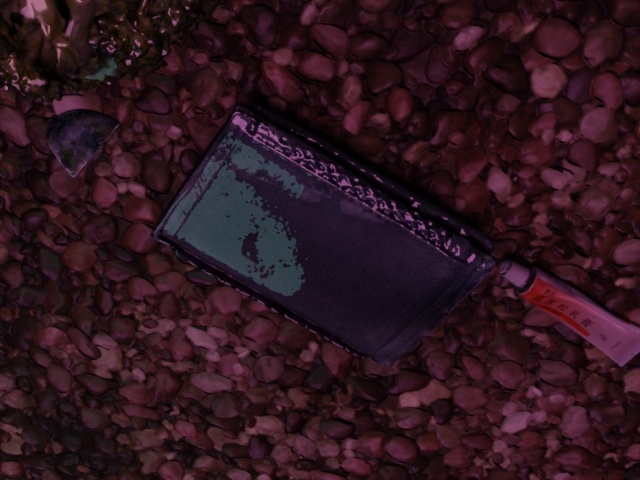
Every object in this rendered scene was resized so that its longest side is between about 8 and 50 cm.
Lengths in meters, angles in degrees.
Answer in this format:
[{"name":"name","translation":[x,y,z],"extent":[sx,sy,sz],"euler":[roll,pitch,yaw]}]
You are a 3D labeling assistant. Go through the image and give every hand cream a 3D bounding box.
[{"name":"hand cream","translation":[0.300,0.084,1.190],"extent":[0.216,0.038,0.052],"euler":[31,149,-16]}]

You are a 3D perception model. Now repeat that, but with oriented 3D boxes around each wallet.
[{"name":"wallet","translation":[0.000,0.000,1.157],"extent":[0.342,0.075,0.237],"euler":[29,128,-13]}]

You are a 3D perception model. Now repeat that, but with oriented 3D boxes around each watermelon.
[{"name":"watermelon","translation":[-0.276,-0.113,1.148],"extent":[0.085,0.085,0.061],"euler":[-6,150,12]}]

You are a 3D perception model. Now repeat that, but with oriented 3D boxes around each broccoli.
[{"name":"broccoli","translation":[-0.230,-0.263,0.926],"extent":[0.260,0.288,0.235],"euler":[42,157,-17]}]
